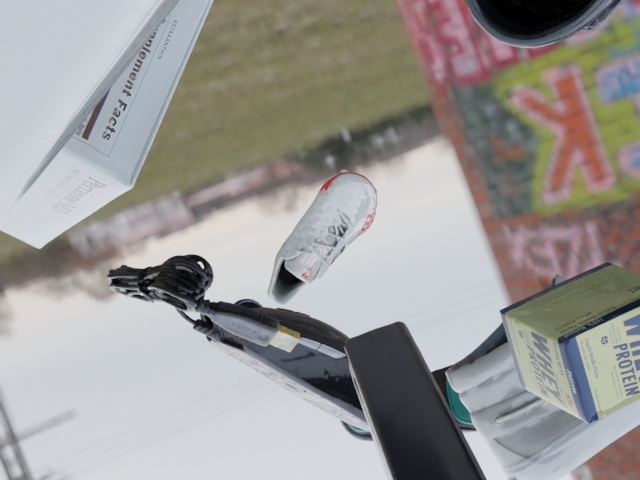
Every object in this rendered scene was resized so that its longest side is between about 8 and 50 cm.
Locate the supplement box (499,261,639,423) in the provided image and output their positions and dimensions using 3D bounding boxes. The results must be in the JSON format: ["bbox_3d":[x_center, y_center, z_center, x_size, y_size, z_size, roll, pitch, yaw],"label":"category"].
[{"bbox_3d":[0.169,0.060,0.964,0.083,0.056,0.083,-23,-162,-16],"label":"supplement box"}]

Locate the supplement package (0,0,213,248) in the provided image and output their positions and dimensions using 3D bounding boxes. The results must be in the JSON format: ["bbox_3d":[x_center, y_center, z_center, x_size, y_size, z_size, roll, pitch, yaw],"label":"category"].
[{"bbox_3d":[-0.212,-0.151,0.879,0.199,0.262,0.198,-23,-136,64],"label":"supplement package"}]

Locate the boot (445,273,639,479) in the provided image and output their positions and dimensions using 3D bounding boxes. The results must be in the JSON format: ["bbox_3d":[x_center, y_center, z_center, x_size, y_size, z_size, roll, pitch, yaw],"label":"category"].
[{"bbox_3d":[0.224,0.073,1.215,0.258,0.123,0.095,-35,-178,-2],"label":"boot"}]

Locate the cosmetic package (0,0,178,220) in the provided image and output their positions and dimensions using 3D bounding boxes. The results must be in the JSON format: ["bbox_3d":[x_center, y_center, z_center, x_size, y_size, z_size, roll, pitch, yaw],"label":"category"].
[{"bbox_3d":[-0.113,-0.280,0.582,0.393,0.327,0.329,-40,-164,52],"label":"cosmetic package"}]

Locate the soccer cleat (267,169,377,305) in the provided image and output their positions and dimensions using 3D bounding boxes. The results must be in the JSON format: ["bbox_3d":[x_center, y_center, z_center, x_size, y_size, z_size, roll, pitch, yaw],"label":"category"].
[{"bbox_3d":[0.000,0.000,0.713,0.083,0.029,0.036,-48,-170,48],"label":"soccer cleat"}]

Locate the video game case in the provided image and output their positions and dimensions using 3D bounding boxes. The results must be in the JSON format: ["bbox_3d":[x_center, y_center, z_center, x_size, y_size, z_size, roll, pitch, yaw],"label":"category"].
[{"bbox_3d":[0.075,0.186,0.662,0.035,0.248,0.275,-19,-166,-1],"label":"video game case"}]

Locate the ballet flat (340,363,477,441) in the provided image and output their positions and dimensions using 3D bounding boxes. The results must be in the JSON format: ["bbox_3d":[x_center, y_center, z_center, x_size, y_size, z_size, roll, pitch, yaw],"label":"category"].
[{"bbox_3d":[0.119,0.158,1.537,0.203,0.074,0.074,-8,-172,2],"label":"ballet flat"}]

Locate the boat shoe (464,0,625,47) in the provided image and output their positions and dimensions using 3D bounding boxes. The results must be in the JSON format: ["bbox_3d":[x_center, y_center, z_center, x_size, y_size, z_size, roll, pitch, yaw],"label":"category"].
[{"bbox_3d":[0.185,-0.317,0.948,0.156,0.186,0.500,-54,164,-40],"label":"boat shoe"}]

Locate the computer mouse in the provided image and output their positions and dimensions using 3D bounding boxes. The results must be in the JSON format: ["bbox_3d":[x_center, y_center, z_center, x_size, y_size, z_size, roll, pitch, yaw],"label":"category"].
[{"bbox_3d":[-0.030,0.071,1.230,0.060,0.262,0.184,-63,-163,-12],"label":"computer mouse"}]
